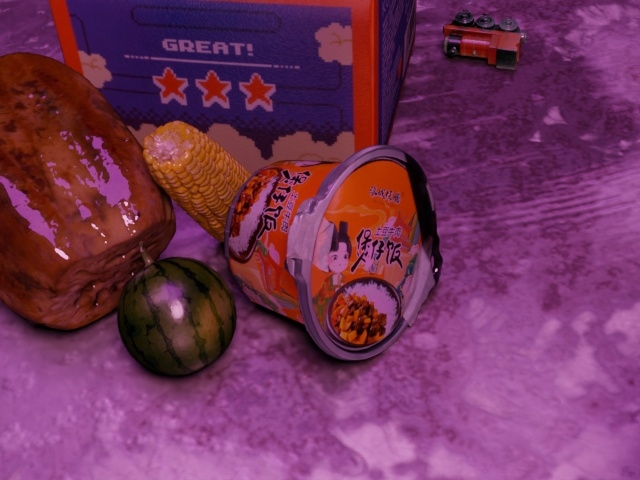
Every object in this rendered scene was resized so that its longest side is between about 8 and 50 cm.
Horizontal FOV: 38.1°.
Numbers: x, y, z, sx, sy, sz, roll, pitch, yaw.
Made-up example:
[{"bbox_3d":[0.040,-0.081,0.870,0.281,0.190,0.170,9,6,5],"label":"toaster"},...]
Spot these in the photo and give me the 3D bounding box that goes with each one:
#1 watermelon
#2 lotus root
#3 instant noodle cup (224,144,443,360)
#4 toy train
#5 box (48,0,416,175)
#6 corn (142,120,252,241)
[{"bbox_3d":[-0.121,0.058,0.767,0.109,0.109,0.109,-2,42,1],"label":"watermelon"},{"bbox_3d":[-0.253,-0.051,0.842,0.193,0.193,0.291,-25,57,-23],"label":"lotus root"},{"bbox_3d":[0.000,0.000,0.788,0.126,0.208,0.177,15,74,39],"label":"instant noodle cup"},{"bbox_3d":[0.197,-0.244,1.134,0.103,0.044,0.064,11,54,15],"label":"toy train"},{"bbox_3d":[-0.066,-0.256,1.002,0.319,0.256,0.348,8,43,10],"label":"box"},{"bbox_3d":[-0.094,-0.045,0.820,0.067,0.206,0.067,-5,70,15],"label":"corn"}]
